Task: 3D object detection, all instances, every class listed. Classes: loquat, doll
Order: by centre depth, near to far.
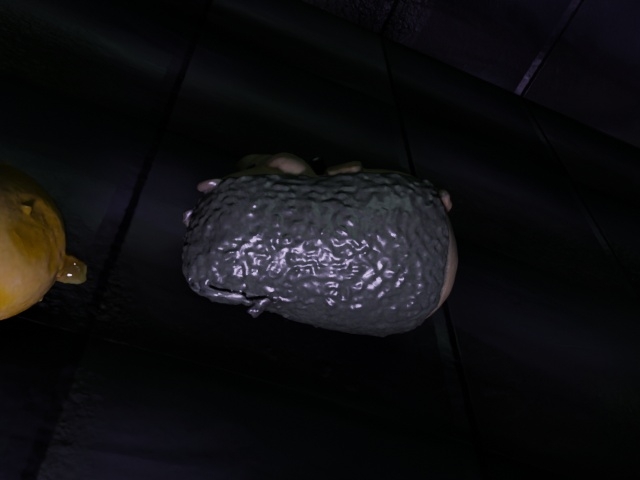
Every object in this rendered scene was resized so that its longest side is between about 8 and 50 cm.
[{"bbox_3d":[-0.335,0.002,0.714,0.204,0.149,0.172,24,26,-28],"label":"loquat"},{"bbox_3d":[0.000,0.000,0.907,0.349,0.247,0.247,2,38,-12],"label":"doll"}]
